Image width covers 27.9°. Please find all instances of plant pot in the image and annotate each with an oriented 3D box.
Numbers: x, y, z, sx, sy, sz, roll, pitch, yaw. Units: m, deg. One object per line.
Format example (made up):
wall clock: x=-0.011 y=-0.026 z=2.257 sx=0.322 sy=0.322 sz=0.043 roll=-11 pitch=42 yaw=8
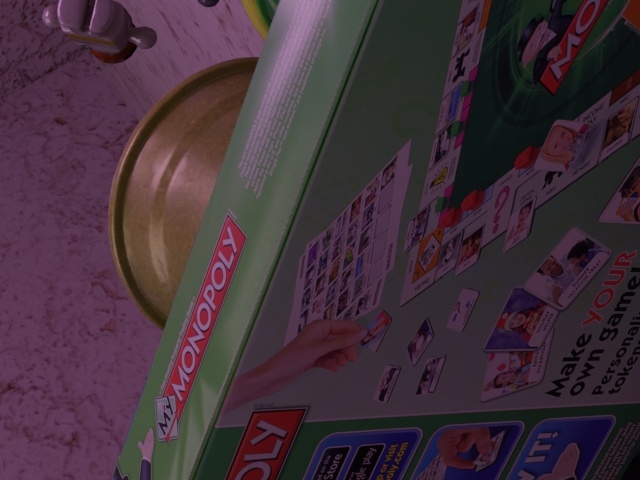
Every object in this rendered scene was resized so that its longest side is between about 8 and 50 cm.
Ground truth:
plant pot: x=0.000 y=0.000 z=1.076 sx=0.254 sy=0.276 sz=0.276 roll=25 pitch=146 yaw=54

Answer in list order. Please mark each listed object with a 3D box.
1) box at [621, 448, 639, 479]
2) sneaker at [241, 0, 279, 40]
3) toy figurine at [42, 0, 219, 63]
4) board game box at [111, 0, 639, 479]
box: x=0.135 y=0.016 z=0.649 sx=0.207 sy=0.153 sz=0.108 roll=53 pitch=168 yaw=26
sneaker: x=-0.025 y=-0.236 z=0.847 sx=0.124 sy=0.109 sz=0.295 roll=14 pitch=155 yaw=37
toy figurine: x=-0.180 y=-0.281 z=1.182 sx=0.209 sy=0.213 sz=0.148 roll=55 pitch=180 yaw=4
board game box: x=0.052 y=0.025 z=0.453 sx=0.046 sy=0.214 sz=0.317 roll=51 pitch=127 yaw=45
